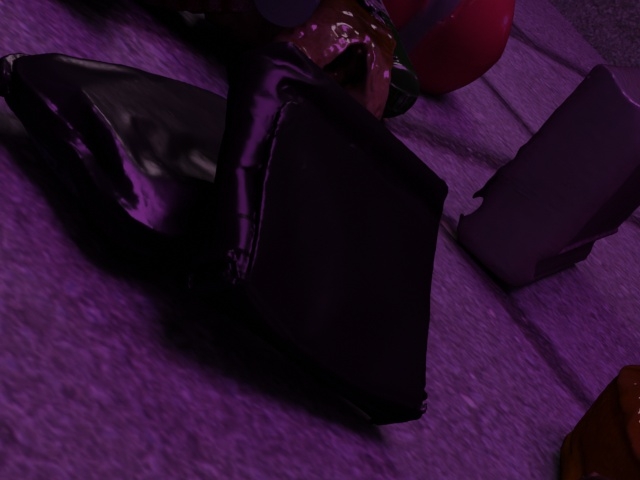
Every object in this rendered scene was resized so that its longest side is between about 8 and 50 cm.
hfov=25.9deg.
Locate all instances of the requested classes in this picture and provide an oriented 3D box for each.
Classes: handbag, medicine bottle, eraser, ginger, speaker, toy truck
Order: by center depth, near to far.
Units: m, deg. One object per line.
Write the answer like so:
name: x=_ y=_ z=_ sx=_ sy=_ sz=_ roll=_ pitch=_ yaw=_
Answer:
handbag: x=0.000 y=0.000 z=1.056 sx=0.247 sy=0.080 sz=0.223 roll=38 pitch=51 yaw=-40
handbag: x=-0.111 y=-0.060 z=1.105 sx=0.191 sy=0.075 sz=0.332 roll=52 pitch=23 yaw=20
medicine bottle: x=-0.009 y=-0.301 z=1.473 sx=0.090 sy=0.090 sz=0.216 roll=39 pitch=35 yaw=-10
ginger: x=-0.023 y=-0.220 z=1.541 sx=0.221 sy=0.130 sz=0.275 roll=28 pitch=23 yaw=-9
eraser: x=0.333 y=-0.082 z=1.703 sx=0.122 sy=0.272 sz=0.359 roll=47 pitch=19 yaw=12
toy truck: x=0.053 y=-0.260 z=1.801 sx=0.125 sy=0.101 sz=0.242 roll=35 pitch=23 yaw=-35
speaker: x=0.140 y=-0.361 z=2.062 sx=0.294 sy=0.294 sz=0.294 roll=37 pitch=20 yaw=-16

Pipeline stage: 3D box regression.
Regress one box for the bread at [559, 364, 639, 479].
bread: x=0.318 y=0.218 z=1.253 sx=0.195 sy=0.142 sz=0.269 roll=41 pitch=22 yaw=-3

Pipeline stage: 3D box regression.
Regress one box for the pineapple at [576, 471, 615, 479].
pineapple: x=0.287 y=0.307 z=0.992 sx=0.340 sy=0.169 sz=0.169 roll=38 pitch=20 yaw=-21

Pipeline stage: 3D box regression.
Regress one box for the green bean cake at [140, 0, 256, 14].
green bean cake: x=-0.122 y=-0.290 z=1.493 sx=0.135 sy=0.056 sz=0.135 roll=3 pitch=34 yaw=8
